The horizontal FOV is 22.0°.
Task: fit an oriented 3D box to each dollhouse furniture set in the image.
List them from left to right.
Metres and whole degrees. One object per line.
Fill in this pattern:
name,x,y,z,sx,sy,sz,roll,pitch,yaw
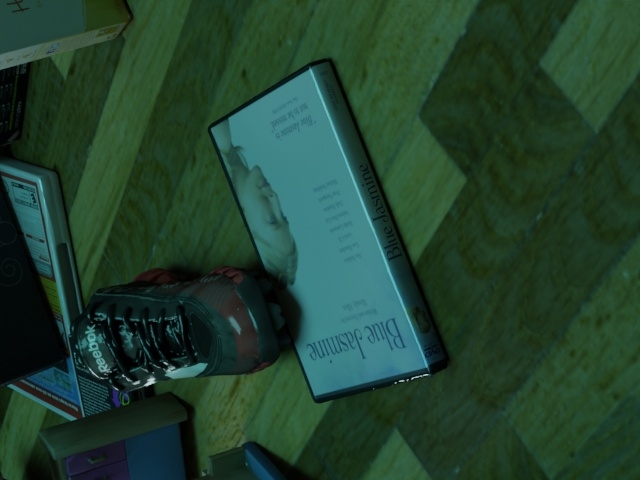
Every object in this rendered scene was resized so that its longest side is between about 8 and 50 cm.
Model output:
dollhouse furniture set,-0.177,0.311,1.487,0.303,0.286,0.198,34,134,58

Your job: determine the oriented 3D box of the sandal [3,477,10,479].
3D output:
sandal,-0.332,0.371,1.772,0.107,0.167,0.446,-66,17,3

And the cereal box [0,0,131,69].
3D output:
cereal box,-0.305,-0.230,1.417,0.047,0.240,0.173,-35,78,56

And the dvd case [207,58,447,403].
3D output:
dvd case,0.000,0.000,1.304,0.180,0.022,0.253,-23,88,57

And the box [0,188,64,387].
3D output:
box,-0.410,0.039,1.737,0.143,0.165,0.270,-20,91,57

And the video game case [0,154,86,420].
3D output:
video game case,-0.318,0.048,1.786,0.204,0.025,0.285,17,120,50

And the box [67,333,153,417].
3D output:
box,-0.206,0.177,1.692,0.116,0.029,0.162,13,119,51

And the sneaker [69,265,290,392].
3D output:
sneaker,-0.133,0.081,1.426,0.276,0.135,0.097,-2,106,58

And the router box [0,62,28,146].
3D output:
router box,-0.342,-0.170,1.689,0.092,0.038,0.122,48,141,28
